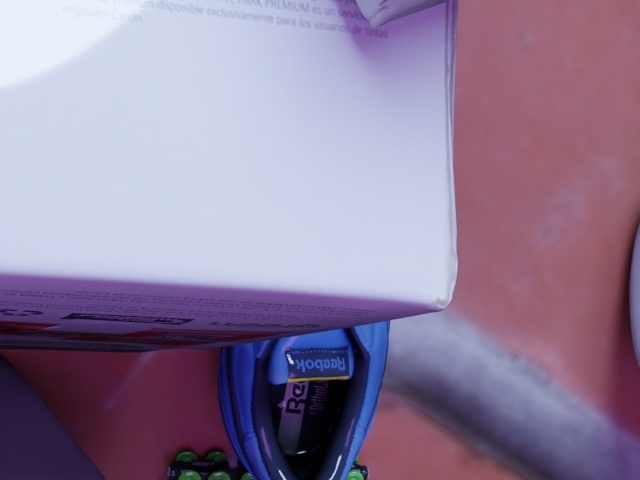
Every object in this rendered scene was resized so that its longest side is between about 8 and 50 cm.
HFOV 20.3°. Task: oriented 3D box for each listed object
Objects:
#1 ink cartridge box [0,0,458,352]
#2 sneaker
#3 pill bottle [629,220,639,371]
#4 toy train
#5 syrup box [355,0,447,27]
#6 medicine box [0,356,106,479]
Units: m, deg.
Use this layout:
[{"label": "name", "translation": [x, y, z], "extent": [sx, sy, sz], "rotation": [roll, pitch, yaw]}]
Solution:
[{"label": "ink cartridge box", "translation": [-0.156, -0.039, 0.529], "extent": [0.309, 0.272, 0.130], "rotation": [4, 81, -22]}, {"label": "sneaker", "translation": [0.000, 0.000, 0.652], "extent": [0.069, 0.082, 0.209], "rotation": [1, 111, -9]}, {"label": "pill bottle", "translation": [0.221, 0.022, 0.691], "extent": [0.184, 0.103, 0.103], "rotation": [2, 112, -12]}, {"label": "toy train", "translation": [-0.022, 0.098, 0.725], "extent": [0.083, 0.017, 0.024], "rotation": [1, 123, -12]}, {"label": "syrup box", "translation": [0.013, -0.185, 0.431], "extent": [0.096, 0.093, 0.237], "rotation": [-24, 85, -26]}, {"label": "medicine box", "translation": [-0.230, 0.190, 0.602], "extent": [0.263, 0.149, 0.289], "rotation": [5, 113, -39]}]
